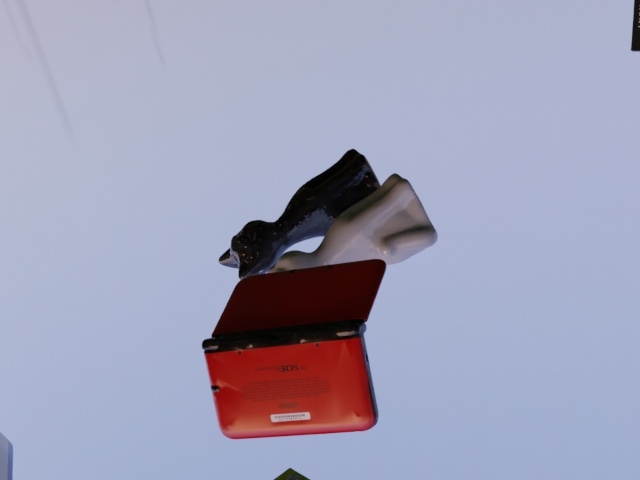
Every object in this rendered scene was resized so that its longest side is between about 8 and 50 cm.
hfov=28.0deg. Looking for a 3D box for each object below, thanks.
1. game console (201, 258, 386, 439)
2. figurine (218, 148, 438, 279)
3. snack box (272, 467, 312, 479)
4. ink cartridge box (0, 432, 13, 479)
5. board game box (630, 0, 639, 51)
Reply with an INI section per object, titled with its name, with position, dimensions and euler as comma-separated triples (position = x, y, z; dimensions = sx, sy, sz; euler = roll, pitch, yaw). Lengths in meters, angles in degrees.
[game console]
position = -0.013, 0.089, 1.043
dimensions = 0.144, 0.124, 0.085
euler = -8, -174, 28
[figurine]
position = 0.000, 0.000, 1.467
dimensions = 0.209, 0.092, 0.215
euler = -31, -156, -10
[snack box]
position = -0.027, 0.307, 1.126
dimensions = 0.175, 0.070, 0.207
euler = 24, -145, 30
[ink cartridge box]
position = -0.416, 0.232, 1.030
dimensions = 0.270, 0.197, 0.198
euler = -32, -149, 7
[board game box]
position = 0.261, -0.214, 0.829
dimensions = 0.126, 0.186, 0.026
euler = -4, -170, -27
